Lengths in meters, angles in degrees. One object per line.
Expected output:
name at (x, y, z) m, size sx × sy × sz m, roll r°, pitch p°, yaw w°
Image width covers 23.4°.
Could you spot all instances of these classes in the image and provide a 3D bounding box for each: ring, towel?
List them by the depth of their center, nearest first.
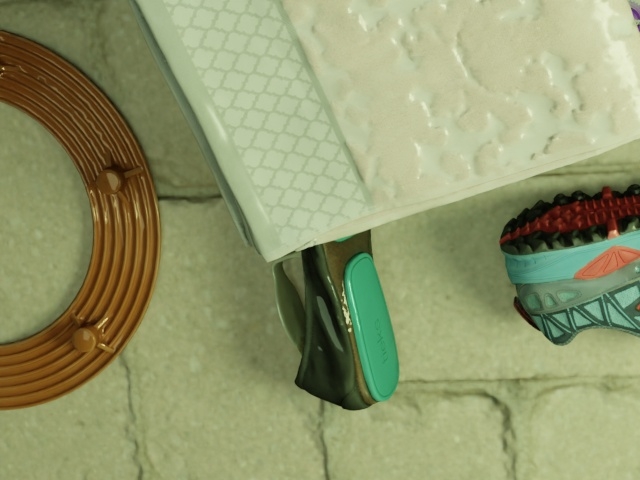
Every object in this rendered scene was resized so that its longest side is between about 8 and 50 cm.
towel at (0.033, -0.170, 1.052) m, size 0.317 × 0.053 × 0.332 m, roll -21°, pitch 111°, yaw 13°
ring at (-0.298, -0.013, 1.303) m, size 0.336 × 0.032 × 0.336 m, roll 3°, pitch 104°, yaw 12°

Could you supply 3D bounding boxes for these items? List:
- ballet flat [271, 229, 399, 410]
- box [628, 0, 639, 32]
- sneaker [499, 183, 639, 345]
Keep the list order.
ballet flat at (0.000, 0.000, 1.208) m, size 0.096 × 0.095 × 0.280 m, roll 4°, pitch 105°, yaw 27°
box at (0.350, -0.110, 1.106) m, size 0.324 × 0.067 × 0.063 m, roll 24°, pitch 117°, yaw 8°
sneaker at (0.273, 0.020, 1.158) m, size 0.262 × 0.104 × 0.125 m, roll -5°, pitch 120°, yaw 19°
